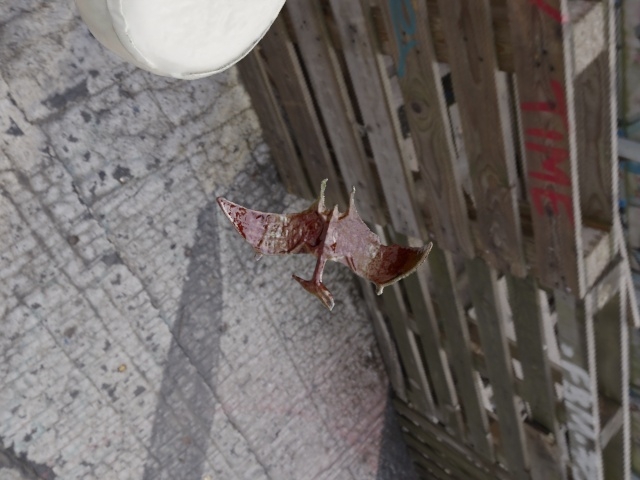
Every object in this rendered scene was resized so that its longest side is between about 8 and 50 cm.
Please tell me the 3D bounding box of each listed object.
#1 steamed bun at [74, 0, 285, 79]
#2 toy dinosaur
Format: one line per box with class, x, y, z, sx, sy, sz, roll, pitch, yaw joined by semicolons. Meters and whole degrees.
steamed bun;-0.105;-0.248;0.528;0.177;0.131;0.228;6;119;-52
toy dinosaur;-0.003;-0.010;1.121;0.206;0.327;0.113;-50;170;-1
